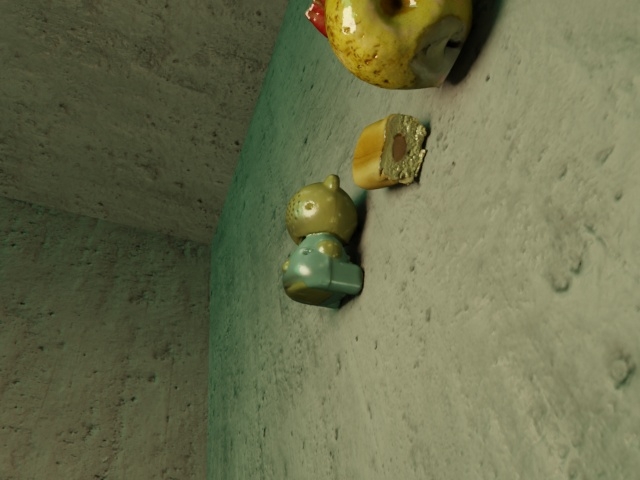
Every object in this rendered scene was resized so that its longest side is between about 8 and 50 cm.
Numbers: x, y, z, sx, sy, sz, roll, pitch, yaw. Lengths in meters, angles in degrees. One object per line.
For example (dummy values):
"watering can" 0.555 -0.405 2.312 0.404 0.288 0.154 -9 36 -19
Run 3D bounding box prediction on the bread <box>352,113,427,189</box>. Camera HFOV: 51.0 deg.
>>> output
"bread" 0.128 -0.164 1.284 0.173 0.085 0.134 -179 99 -72

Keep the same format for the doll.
"doll" 0.000 0.000 1.449 0.177 0.161 0.261 133 145 -62

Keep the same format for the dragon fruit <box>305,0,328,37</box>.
"dragon fruit" 0.140 -0.464 1.356 0.205 0.152 0.317 -38 -5 32

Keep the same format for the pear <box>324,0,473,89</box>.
"pear" 0.134 -0.386 1.158 0.271 0.271 0.271 -166 90 -74
